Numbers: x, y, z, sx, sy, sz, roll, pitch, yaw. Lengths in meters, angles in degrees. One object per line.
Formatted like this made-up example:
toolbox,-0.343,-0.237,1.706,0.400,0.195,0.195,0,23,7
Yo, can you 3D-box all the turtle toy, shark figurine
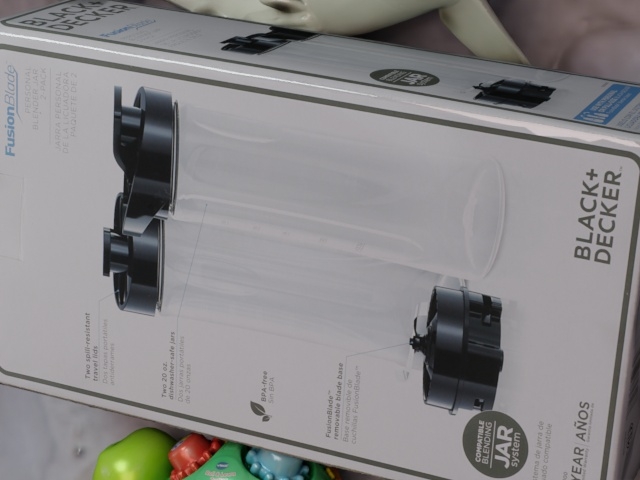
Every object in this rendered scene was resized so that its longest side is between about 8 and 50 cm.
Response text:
turtle toy,-0.044,0.116,0.770,0.130,0.095,0.066,-1,69,21
shark figurine,0.005,-0.143,0.762,0.278,0.166,0.116,-3,55,45

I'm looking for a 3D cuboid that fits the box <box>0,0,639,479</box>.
box,0.000,0.000,0.726,0.290,0.087,0.169,10,112,20
